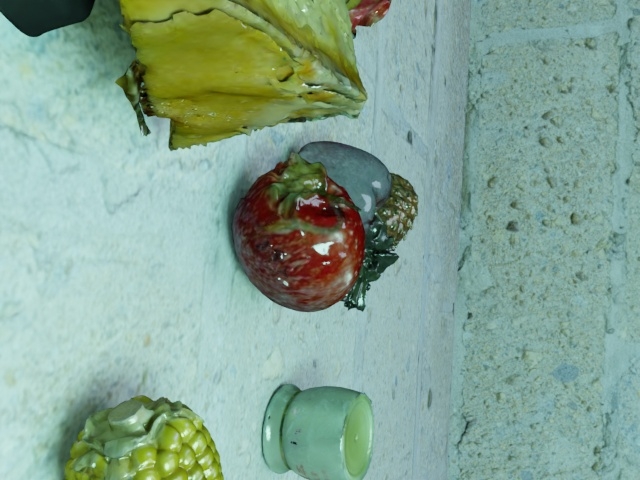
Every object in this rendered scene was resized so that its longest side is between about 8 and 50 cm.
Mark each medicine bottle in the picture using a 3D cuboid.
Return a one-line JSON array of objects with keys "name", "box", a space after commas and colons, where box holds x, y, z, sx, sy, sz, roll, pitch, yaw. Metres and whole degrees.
[{"name": "medicine bottle", "box": [-0.002, 0.302, 0.999, 0.147, 0.143, 0.147, -1, 90, -65]}]

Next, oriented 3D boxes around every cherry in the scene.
[{"name": "cherry", "box": [0.027, -0.076, 1.027, 0.140, 0.176, 0.176, 117, -12, -62]}, {"name": "cherry", "box": [-0.022, 0.010, 0.874, 0.175, 0.192, 0.249, -37, 144, -19]}]

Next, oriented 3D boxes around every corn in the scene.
[{"name": "corn", "box": [-0.150, 0.316, 0.631, 0.144, 0.144, 0.387, -55, 144, -55]}]

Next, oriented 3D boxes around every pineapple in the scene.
[{"name": "pineapple", "box": [0.090, -0.007, 1.245, 0.170, 0.141, 0.310, 78, 32, -44]}]

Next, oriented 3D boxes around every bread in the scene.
[{"name": "bread", "box": [-0.130, -0.205, 0.515, 0.315, 0.279, 0.248, 9, 75, -53]}]

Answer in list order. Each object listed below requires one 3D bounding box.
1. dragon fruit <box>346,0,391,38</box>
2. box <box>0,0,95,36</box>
[{"name": "dragon fruit", "box": [0.013, -0.403, 0.856, 0.269, 0.250, 0.291, -60, 170, -28]}, {"name": "box", "box": [-0.212, -0.310, 0.394, 0.288, 0.073, 0.290, 71, 7, -46]}]
